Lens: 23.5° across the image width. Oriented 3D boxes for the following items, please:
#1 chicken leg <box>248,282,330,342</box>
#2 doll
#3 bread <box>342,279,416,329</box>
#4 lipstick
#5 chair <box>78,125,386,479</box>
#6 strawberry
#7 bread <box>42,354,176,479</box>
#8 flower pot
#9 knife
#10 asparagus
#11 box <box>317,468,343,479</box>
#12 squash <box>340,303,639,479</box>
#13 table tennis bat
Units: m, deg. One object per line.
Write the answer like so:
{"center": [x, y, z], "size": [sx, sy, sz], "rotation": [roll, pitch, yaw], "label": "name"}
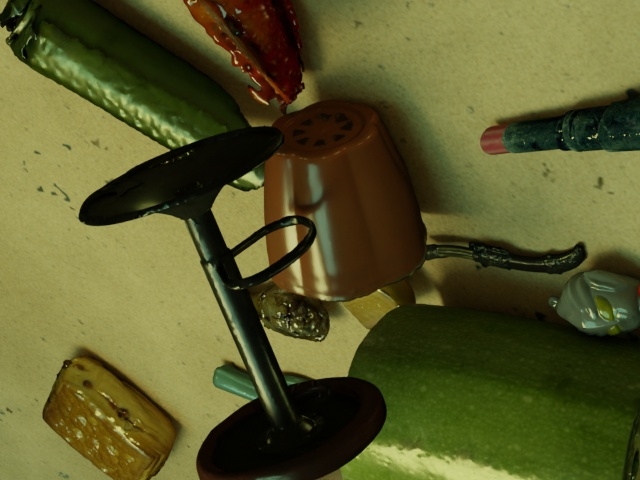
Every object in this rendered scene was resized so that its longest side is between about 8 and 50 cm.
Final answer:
{"center": [-0.067, 0.087, 2.078], "size": [0.198, 0.069, 0.085], "rotation": [10, 164, 46], "label": "chicken leg"}
{"center": [0.328, 0.066, 1.659], "size": [0.180, 0.079, 0.094], "rotation": [-3, 131, 31], "label": "doll"}
{"center": [0.076, 0.066, 1.910], "size": [0.082, 0.056, 0.115], "rotation": [46, 152, -9], "label": "bread"}
{"center": [0.251, -0.105, 1.527], "size": [0.234, 0.053, 0.053], "rotation": [-5, 129, 49], "label": "lipstick"}
{"center": [-0.075, 0.104, 1.616], "size": [0.227, 0.226, 0.400], "rotation": [-2, 115, 45], "label": "chair"}
{"center": [-0.071, -0.228, 1.662], "size": [0.121, 0.082, 0.188], "rotation": [31, 164, 48], "label": "strawberry"}
{"center": [-0.352, 0.305, 2.597], "size": [0.235, 0.099, 0.210], "rotation": [40, 146, 4], "label": "bread"}
{"center": [0.015, -0.052, 1.712], "size": [0.191, 0.190, 0.173], "rotation": [12, 132, 34], "label": "flower pot"}
{"center": [0.206, 0.018, 1.756], "size": [0.222, 0.021, 0.045], "rotation": [1, 135, 38], "label": "knife"}
{"center": [-0.209, -0.182, 1.812], "size": [0.382, 0.108, 0.128], "rotation": [33, 179, 2], "label": "asparagus"}
{"center": [0.042, 0.375, 2.323], "size": [0.199, 0.081, 0.135], "rotation": [-4, 131, 49], "label": "box"}
{"center": [0.244, 0.219, 1.759], "size": [0.384, 0.263, 0.263], "rotation": [9, 139, 36], "label": "squash"}
{"center": [-0.053, 0.239, 2.280], "size": [0.237, 0.038, 0.149], "rotation": [21, 145, 19], "label": "table tennis bat"}
